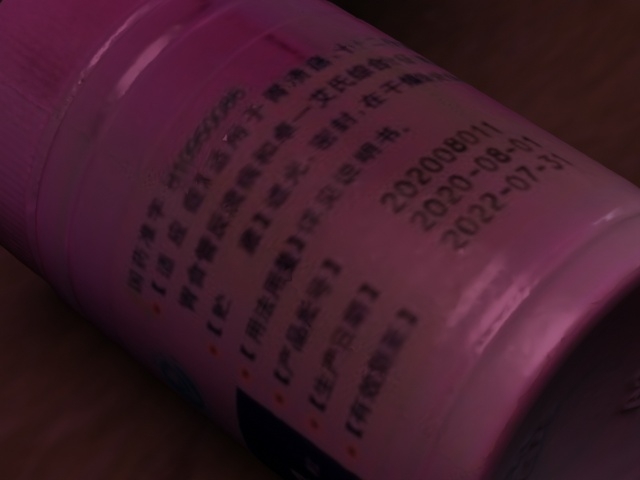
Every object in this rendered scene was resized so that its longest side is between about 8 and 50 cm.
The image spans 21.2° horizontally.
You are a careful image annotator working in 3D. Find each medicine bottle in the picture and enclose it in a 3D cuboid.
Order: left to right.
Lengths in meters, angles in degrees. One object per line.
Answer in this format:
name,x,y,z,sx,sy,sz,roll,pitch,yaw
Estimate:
medicine bottle,0.000,0.000,0.613,0.254,0.152,0.152,35,67,30
